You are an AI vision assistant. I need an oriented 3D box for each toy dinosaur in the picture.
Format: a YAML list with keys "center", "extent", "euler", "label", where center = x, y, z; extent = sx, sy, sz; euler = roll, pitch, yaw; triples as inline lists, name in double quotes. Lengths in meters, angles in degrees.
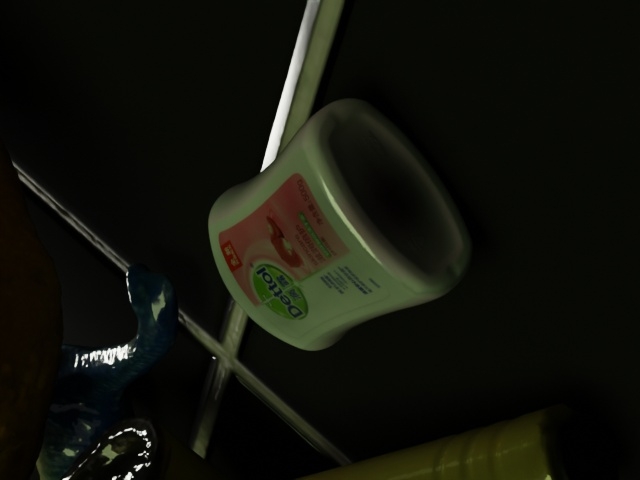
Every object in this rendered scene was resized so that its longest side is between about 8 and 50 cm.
- center: [-0.105, 0.117, 0.626]
  extent: [0.188, 0.075, 0.248]
  euler: [4, 118, 41]
  label: "toy dinosaur"

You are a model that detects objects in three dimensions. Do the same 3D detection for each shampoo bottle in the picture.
- center: [0.000, 0.000, 0.425]
  extent: [0.072, 0.043, 0.099]
  euler: [53, 144, -3]
  label: "shampoo bottle"

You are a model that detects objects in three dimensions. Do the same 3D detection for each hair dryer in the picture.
- center: [0.006, 0.125, 0.495]
  extent: [0.135, 0.090, 0.278]
  euler: [42, 137, -22]
  label: "hair dryer"

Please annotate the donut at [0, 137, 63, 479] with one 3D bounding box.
- center: [-0.266, 0.022, 0.579]
  extent: [0.299, 0.150, 0.317]
  euler: [-32, 75, 36]
  label: "donut"
